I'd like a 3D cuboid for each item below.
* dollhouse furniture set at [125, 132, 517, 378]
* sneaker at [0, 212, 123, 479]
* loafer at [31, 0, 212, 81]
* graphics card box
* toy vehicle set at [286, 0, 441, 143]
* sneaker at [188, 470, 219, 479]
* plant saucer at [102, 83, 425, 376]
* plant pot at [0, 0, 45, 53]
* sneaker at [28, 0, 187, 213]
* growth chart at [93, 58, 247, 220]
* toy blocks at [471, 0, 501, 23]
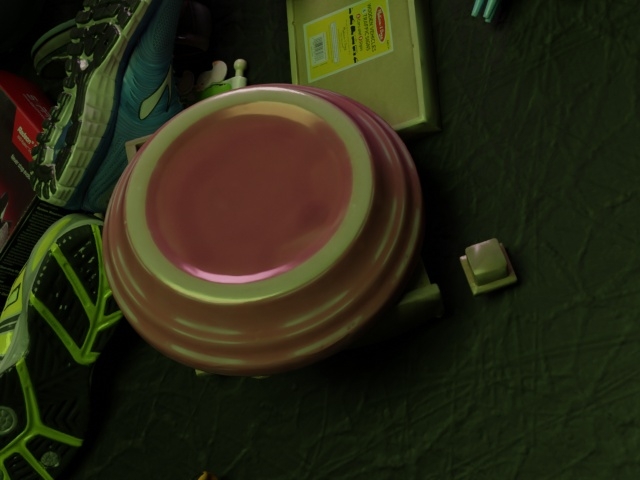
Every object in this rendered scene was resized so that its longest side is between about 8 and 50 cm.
[{"bbox_3d":[0.000,0.000,1.487,0.355,0.174,0.303,-17,59,2],"label":"dollhouse furniture set"},{"bbox_3d":[-0.331,0.145,1.644,0.385,0.145,0.147,-61,22,8],"label":"sneaker"},{"bbox_3d":[-0.251,-0.239,1.708,0.267,0.096,0.084,-17,73,28],"label":"loafer"},{"bbox_3d":[-0.441,-0.008,1.757,0.233,0.094,0.371,45,107,38],"label":"graphics card box"},{"bbox_3d":[0.043,-0.223,1.528,0.166,0.035,0.267,-16,68,31],"label":"toy vehicle set"},{"bbox_3d":[-0.098,0.326,1.436,0.083,0.084,0.215,-53,53,5],"label":"sneaker"},{"bbox_3d":[-0.064,-0.030,1.368,0.332,0.084,0.332,-5,59,9],"label":"plant saucer"},{"bbox_3d":[-0.491,-0.362,1.842,0.293,0.196,0.293,-11,68,28],"label":"plant pot"},{"bbox_3d":[-0.219,-0.183,1.611,0.129,0.147,0.330,20,88,51],"label":"sneaker"},{"bbox_3d":[-0.184,-0.124,1.669,0.237,0.021,0.172,-15,67,30],"label":"growth chart"},{"bbox_3d":[0.222,-0.289,1.410,0.123,0.054,0.148,21,89,38],"label":"toy blocks"}]
